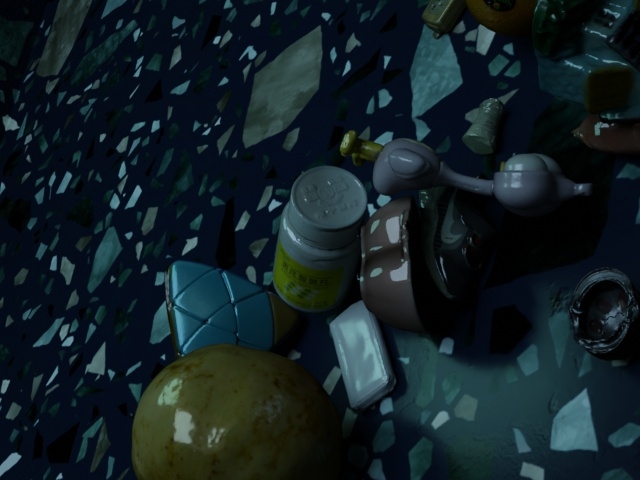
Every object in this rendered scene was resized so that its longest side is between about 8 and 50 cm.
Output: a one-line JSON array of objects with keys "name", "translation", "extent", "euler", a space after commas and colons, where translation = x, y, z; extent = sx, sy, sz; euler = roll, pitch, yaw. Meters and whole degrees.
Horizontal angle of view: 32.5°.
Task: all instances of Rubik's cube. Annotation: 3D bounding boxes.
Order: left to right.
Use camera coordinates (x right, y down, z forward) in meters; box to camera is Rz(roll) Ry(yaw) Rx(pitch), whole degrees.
[{"name": "Rubik's cube", "translation": [-0.153, 0.173, 1.923], "extent": [0.254, 0.254, 0.254], "euler": [-29, 47, 35]}]

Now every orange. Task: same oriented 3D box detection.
[{"name": "orange", "translation": [0.326, -0.424, 1.765], "extent": [0.206, 0.206, 0.206], "euler": [-29, 47, 35]}]

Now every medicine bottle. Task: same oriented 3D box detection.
[{"name": "medicine bottle", "translation": [0.000, 0.000, 1.800], "extent": [0.258, 0.143, 0.143], "euler": [103, 170, -55]}]

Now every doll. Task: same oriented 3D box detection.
[{"name": "doll", "translation": [0.214, -0.095, 1.615], "extent": [0.365, 0.160, 0.094], "euler": [7, 87, 15]}]

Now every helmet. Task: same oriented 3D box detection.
[{"name": "helmet", "translation": [0.382, 0.104, 1.439], "extent": [0.098, 0.070, 0.123], "euler": [-20, 44, 33]}]

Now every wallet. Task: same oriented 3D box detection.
[{"name": "wallet", "translation": [0.067, 0.182, 1.787], "extent": [0.095, 0.033, 0.190], "euler": [-37, 42, 25]}]

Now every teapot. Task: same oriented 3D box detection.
[{"name": "teapot", "translation": [0.269, -0.186, 1.789], "extent": [0.083, 0.057, 0.067], "euler": [-66, 7, -17]}]

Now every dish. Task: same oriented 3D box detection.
[{"name": "dish", "translation": [0.109, 0.042, 1.683], "extent": [0.090, 0.213, 0.213], "euler": [-6, 57, 13]}]

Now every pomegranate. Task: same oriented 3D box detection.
[{"name": "pomegranate", "translation": [-0.135, 0.334, 1.673], "extent": [0.342, 0.342, 0.342], "euler": [-29, 47, 35]}]

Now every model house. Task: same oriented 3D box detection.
[{"name": "model house", "translation": [0.460, -0.287, 1.451], "extent": [0.248, 0.230, 0.280], "euler": [25, 63, 31]}]

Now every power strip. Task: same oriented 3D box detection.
[{"name": "power strip", "translation": [0.280, -0.505, 1.994], "extent": [0.305, 0.044, 0.064], "euler": [-56, 36, 4]}]

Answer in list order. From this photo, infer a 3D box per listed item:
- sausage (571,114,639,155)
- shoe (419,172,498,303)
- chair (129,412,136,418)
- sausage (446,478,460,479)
[{"name": "sausage", "translation": [0.514, -0.148, 1.448], "extent": [0.433, 0.088, 0.088], "euler": [9, 73, 51]}, {"name": "shoe", "translation": [0.219, -0.013, 1.697], "extent": [0.112, 0.099, 0.227], "euler": [-24, 50, 25]}, {"name": "chair", "translation": [-0.214, 0.327, 1.979], "extent": [0.174, 0.149, 0.213], "euler": [-13, 14, 48]}, {"name": "sausage", "translation": [0.147, 0.411, 1.522], "extent": [0.062, 0.054, 0.183], "euler": [25, 83, 21]}]
